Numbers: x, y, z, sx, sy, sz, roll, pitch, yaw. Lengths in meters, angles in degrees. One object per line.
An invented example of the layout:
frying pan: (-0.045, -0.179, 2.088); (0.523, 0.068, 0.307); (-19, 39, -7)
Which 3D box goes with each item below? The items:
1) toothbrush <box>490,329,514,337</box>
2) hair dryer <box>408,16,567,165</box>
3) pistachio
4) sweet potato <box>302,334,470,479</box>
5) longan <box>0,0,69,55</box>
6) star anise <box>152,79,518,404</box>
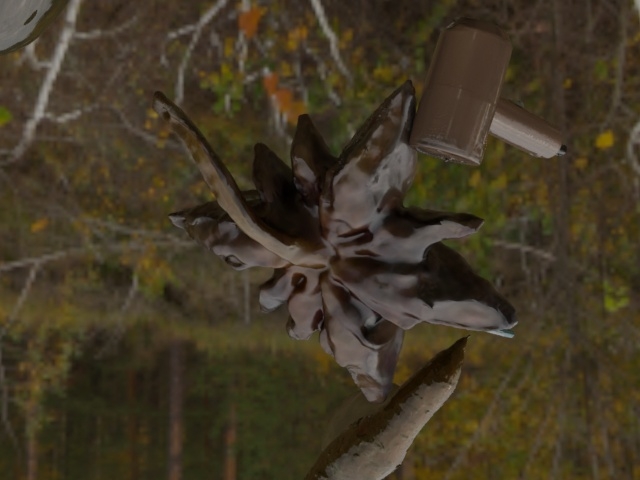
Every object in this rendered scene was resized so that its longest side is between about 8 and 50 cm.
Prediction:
toothbrush: (0.144, 0.082, 1.295); (0.167, 0.014, 0.011); (16, 155, -32)
hair dryer: (0.157, -0.109, 1.049); (0.182, 0.117, 0.064); (19, 176, -44)
pistachio: (0.064, 0.252, 1.613); (0.149, 0.113, 0.113); (-33, -175, -31)
sweet potato: (0.055, 0.194, 1.173); (0.274, 0.067, 0.067); (-48, 147, 19)
longan: (-0.341, -0.304, 1.225); (0.215, 0.246, 0.246); (10, 175, 31)
star anise: (0.002, -0.001, 1.088); (0.293, 0.349, 0.109); (-18, -165, 21)
